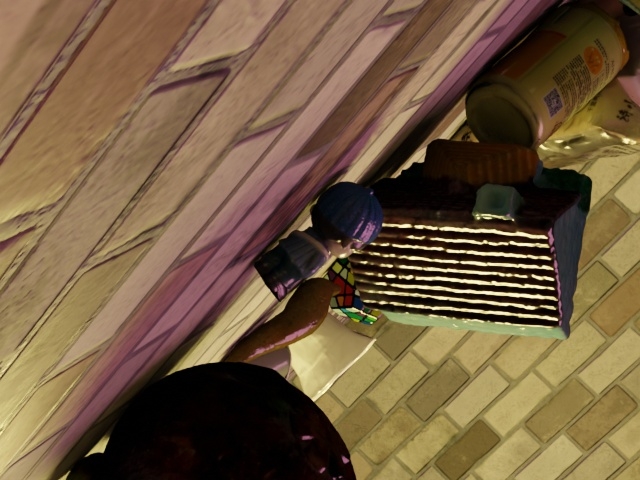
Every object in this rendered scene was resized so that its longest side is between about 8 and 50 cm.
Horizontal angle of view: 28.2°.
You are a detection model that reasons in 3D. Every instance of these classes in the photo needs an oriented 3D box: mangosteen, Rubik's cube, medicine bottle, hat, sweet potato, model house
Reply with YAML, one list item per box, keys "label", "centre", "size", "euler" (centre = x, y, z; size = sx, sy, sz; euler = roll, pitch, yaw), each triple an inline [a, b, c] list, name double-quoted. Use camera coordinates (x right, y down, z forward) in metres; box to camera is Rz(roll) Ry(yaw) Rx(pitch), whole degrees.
- label: "mangosteen"
  centre: [-0.112, 0.273, 1.334]
  size: [0.311, 0.311, 0.311]
  euler: [-45, 174, -6]
- label: "Rubik's cube"
  centre: [0.069, 0.067, 1.991]
  size: [0.133, 0.112, 0.133]
  euler: [-46, 173, -7]
- label: "medicine bottle"
  centre: [0.292, -0.210, 1.619]
  size: [0.239, 0.124, 0.124]
  euler: [-42, 173, -33]
- label: "hat"
  centre: [0.002, 0.217, 2.494]
  size: [0.203, 0.126, 0.203]
  euler: [-46, 175, -5]
- label: "sweet potato"
  centre: [-0.042, 0.112, 1.765]
  size: [0.069, 0.059, 0.249]
  euler: [2, -148, 43]
- label: "model house"
  centre: [0.158, -0.028, 1.492]
  size: [0.249, 0.280, 0.230]
  euler: [46, 51, -60]

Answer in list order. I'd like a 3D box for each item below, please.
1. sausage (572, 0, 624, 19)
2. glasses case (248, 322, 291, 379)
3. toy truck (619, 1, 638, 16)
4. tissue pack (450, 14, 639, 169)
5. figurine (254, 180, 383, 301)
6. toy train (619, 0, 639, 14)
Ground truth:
- label: "sausage"
  centre: [0.338, -0.275, 1.774]
  size: [0.301, 0.066, 0.066]
  euler: [-44, 174, -22]
- label: "glasses case"
  centre: [-0.143, 0.249, 1.865]
  size: [0.128, 0.083, 0.308]
  euler: [-41, 172, -47]
- label: "toy truck"
  centre: [0.482, -0.322, 1.652]
  size: [0.121, 0.088, 0.259]
  euler: [-38, -142, -1]
- label: "tissue pack"
  centre: [0.411, -0.205, 1.884]
  size: [0.375, 0.195, 0.390]
  euler: [-37, -164, -32]
- label: "figurine"
  centre: [-0.003, -0.005, 1.244]
  size: [0.136, 0.077, 0.079]
  euler: [-30, 136, -12]
- label: "toy train"
  centre: [0.431, -0.362, 1.428]
  size: [0.253, 0.160, 0.397]
  euler: [-40, 177, 19]
